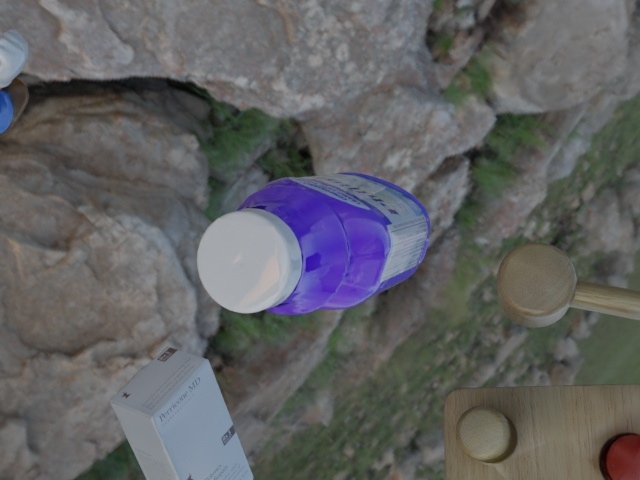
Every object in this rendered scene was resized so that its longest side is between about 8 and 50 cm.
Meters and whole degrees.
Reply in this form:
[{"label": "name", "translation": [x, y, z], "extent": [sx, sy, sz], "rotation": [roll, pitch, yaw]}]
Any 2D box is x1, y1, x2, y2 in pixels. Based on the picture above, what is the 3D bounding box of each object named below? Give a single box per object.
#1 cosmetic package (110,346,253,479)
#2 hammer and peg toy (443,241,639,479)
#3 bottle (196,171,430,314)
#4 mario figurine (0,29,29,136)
[{"label": "cosmetic package", "translation": [-0.180, 0.270, 1.191], "extent": [0.117, 0.085, 0.231], "rotation": [-46, 135, -38]}, {"label": "hammer and peg toy", "translation": [0.216, 0.168, 0.593], "extent": [0.127, 0.266, 0.361], "rotation": [43, 47, -66]}, {"label": "bottle", "translation": [0.000, 0.000, 0.692], "extent": [0.283, 0.118, 0.092], "rotation": [-14, 124, -68]}, {"label": "mario figurine", "translation": [-0.432, -0.212, 1.008], "extent": [0.198, 0.170, 0.320], "rotation": [-27, 180, -4]}]
